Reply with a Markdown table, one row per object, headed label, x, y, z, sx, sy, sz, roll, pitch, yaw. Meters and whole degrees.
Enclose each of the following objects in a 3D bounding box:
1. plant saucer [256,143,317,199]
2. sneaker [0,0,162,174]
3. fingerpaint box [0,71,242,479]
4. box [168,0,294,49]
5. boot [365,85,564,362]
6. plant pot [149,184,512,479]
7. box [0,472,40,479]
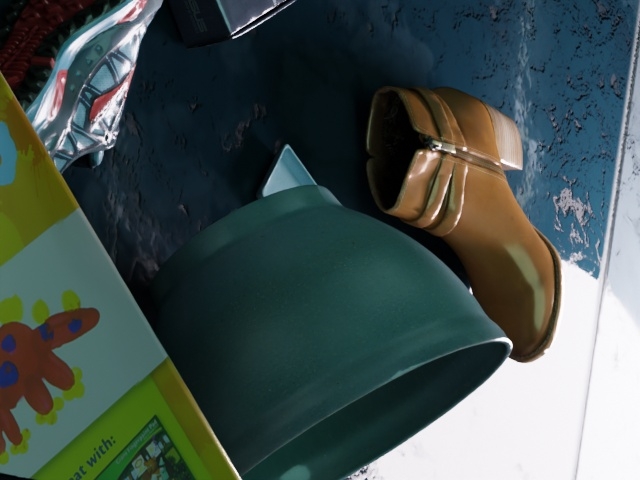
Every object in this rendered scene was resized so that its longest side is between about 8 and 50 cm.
| label | x | y | z | sx | sy | sz | roll | pitch | yaw |
| --- | --- | --- | --- | --- | --- | --- | --- | --- | --- |
| plant saucer | 0.000 | 0.000 | 1.752 | 0.192 | 0.018 | 0.067 | 55 | 43 | -33 |
| sneaker | -0.202 | -0.119 | 1.457 | 0.262 | 0.104 | 0.125 | -55 | 143 | -39 |
| fingerpaint box | -0.301 | 0.159 | 1.114 | 0.445 | 0.163 | 0.371 | -46 | 120 | -33 |
| box | -0.091 | -0.309 | 1.659 | 0.183 | 0.059 | 0.233 | -39 | 113 | -49 |
| boot | 0.142 | -0.020 | 1.871 | 0.220 | 0.109 | 0.284 | 9 | 73 | -54 |
| plant pot | -0.020 | 0.079 | 1.518 | 0.293 | 0.293 | 0.196 | -10 | 64 | -54 |
| box | -0.214 | 0.313 | 0.959 | 0.296 | 0.182 | 0.294 | -27 | 110 | -39 |
